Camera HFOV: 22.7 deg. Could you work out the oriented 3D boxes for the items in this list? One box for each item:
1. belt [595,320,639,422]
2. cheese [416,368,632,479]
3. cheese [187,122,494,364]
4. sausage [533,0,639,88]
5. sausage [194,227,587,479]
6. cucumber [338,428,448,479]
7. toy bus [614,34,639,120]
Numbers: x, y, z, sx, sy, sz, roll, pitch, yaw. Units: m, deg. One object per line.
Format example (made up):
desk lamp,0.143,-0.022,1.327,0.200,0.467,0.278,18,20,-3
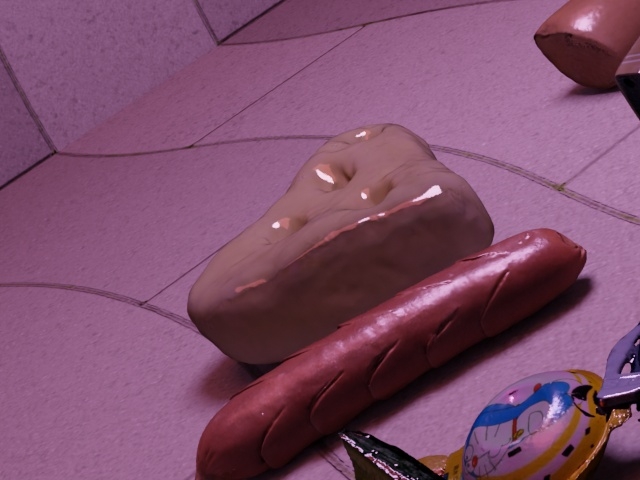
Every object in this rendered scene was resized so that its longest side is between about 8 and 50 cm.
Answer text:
belt,0.280,0.085,1.196,0.129,0.122,0.218,-8,22,21
cheese,0.136,0.177,1.262,0.250,0.064,0.156,-33,23,25
cheese,0.000,0.000,1.772,0.328,0.129,0.351,-29,20,-2
sausage,0.391,-0.285,1.959,0.253,0.123,0.123,-38,22,-19
sausage,0.061,0.106,1.508,0.433,0.088,0.088,-30,20,-4
cucumber,0.098,0.215,1.194,0.046,0.070,0.220,-22,36,-32
toy bus,0.448,-0.173,1.551,0.290,0.139,0.157,-7,43,48
